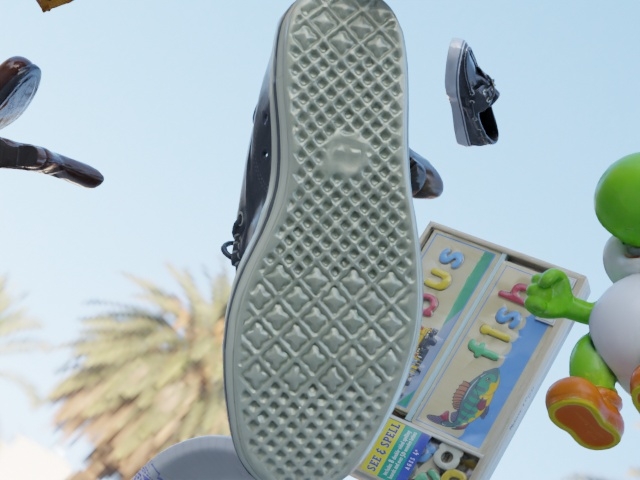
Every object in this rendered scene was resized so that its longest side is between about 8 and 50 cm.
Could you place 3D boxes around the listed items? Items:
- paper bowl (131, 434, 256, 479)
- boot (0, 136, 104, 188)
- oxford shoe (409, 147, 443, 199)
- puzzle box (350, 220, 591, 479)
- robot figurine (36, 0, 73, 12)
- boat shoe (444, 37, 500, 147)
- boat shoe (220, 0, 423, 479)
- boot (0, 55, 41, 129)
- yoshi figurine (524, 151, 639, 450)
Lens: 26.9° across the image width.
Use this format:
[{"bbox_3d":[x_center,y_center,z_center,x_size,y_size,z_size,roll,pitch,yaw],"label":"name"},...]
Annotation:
[{"bbox_3d":[-0.107,0.385,1.628,0.284,0.284,0.148,28,-2,30],"label":"paper bowl"},{"bbox_3d":[-0.298,-0.082,1.420,0.106,0.037,0.114,15,0,30],"label":"boot"},{"bbox_3d":[0.126,-0.122,2.190,0.096,0.082,0.227,20,19,-35],"label":"oxford shoe"},{"bbox_3d":[0.178,0.179,1.931,0.272,0.409,0.052,20,-24,29],"label":"puzzle box"},{"bbox_3d":[-0.221,-0.379,1.522,0.211,0.291,0.085,51,-13,36],"label":"robot figurine"},{"bbox_3d":[0.242,-0.225,2.083,0.076,0.080,0.228,7,-38,18],"label":"boat shoe"},{"bbox_3d":[0.000,0.000,1.320,0.187,0.500,0.156,6,-16,-10],"label":"boat shoe"},{"bbox_3d":[-0.497,-0.230,1.631,0.264,0.096,0.280,-34,-88,36],"label":"boot"},{"bbox_3d":[0.350,0.040,1.505,0.204,0.362,0.203,20,-40,1],"label":"yoshi figurine"}]
